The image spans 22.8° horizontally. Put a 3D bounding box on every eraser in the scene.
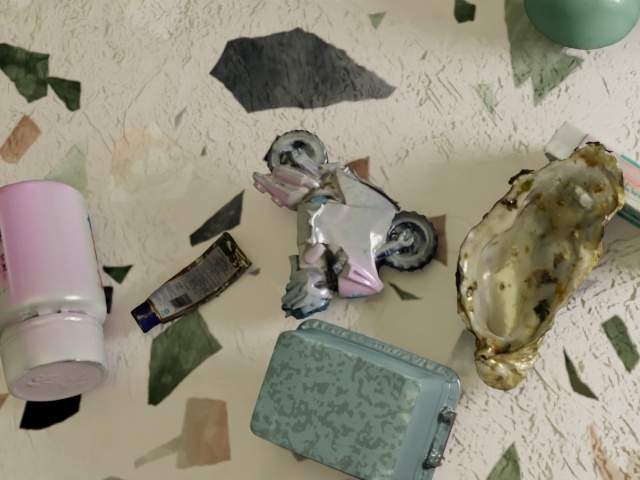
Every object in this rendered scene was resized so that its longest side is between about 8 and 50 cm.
[{"bbox_3d":[0.370,-0.052,1.855,0.225,0.095,0.052,36,87,25],"label":"eraser"}]

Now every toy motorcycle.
[{"bbox_3d":[-0.001,-0.001,1.943,0.239,0.108,0.204,36,83,26],"label":"toy motorcycle"}]

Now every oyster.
[{"bbox_3d":[0.260,0.023,1.840,0.294,0.094,0.166,-49,60,13],"label":"oyster"}]

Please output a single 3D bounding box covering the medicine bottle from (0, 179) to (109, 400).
[{"bbox_3d":[-0.351,0.063,2.004,0.152,0.152,0.255,-18,66,10],"label":"medicine bottle"}]

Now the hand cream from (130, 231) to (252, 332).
[{"bbox_3d":[-0.167,0.058,2.015,0.163,0.039,0.062,-35,62,-5],"label":"hand cream"}]

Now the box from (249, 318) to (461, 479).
[{"bbox_3d":[0.036,0.193,1.846,0.227,0.130,0.162,19,92,23],"label":"box"}]

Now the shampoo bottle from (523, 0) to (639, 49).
[{"bbox_3d":[0.352,-0.402,1.966,0.221,0.151,0.350,13,75,19],"label":"shampoo bottle"}]
